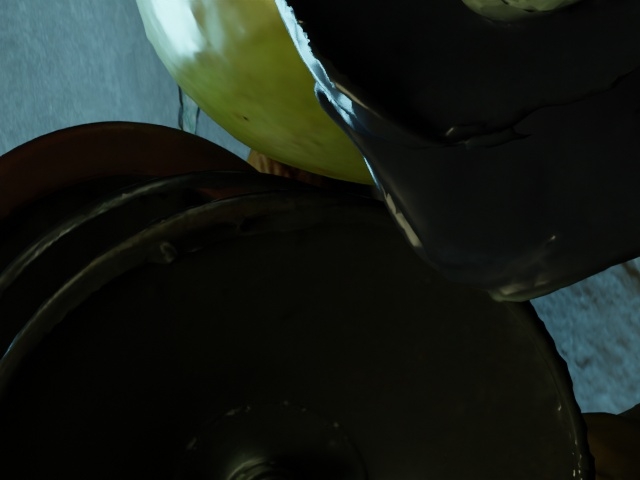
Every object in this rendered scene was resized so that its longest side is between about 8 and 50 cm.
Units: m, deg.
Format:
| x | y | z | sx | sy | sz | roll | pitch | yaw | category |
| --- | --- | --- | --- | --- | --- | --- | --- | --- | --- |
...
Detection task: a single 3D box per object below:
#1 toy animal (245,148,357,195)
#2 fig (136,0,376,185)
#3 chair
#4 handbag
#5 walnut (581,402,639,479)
| x | y | z | sx | sy | sz | roll | pitch | yaw | category |
| --- | --- | --- | --- | --- | --- | --- | --- | --- | --- |
| 0.000 | 0.000 | 1.200 | 0.179 | 0.089 | 0.188 | -38 | 61 | 49 | toy animal |
| 0.029 | -0.144 | 0.867 | 0.326 | 0.258 | 0.258 | 162 | 96 | -70 | fig |
| -0.064 | 0.070 | 0.831 | 0.401 | 0.226 | 0.226 | -157 | 59 | -73 | chair |
| 0.105 | -0.180 | 0.621 | 0.122 | 0.303 | 0.329 | 62 | -175 | -63 | handbag |
| 0.123 | 0.166 | 0.863 | 0.245 | 0.198 | 0.198 | -36 | 68 | 58 | walnut |
